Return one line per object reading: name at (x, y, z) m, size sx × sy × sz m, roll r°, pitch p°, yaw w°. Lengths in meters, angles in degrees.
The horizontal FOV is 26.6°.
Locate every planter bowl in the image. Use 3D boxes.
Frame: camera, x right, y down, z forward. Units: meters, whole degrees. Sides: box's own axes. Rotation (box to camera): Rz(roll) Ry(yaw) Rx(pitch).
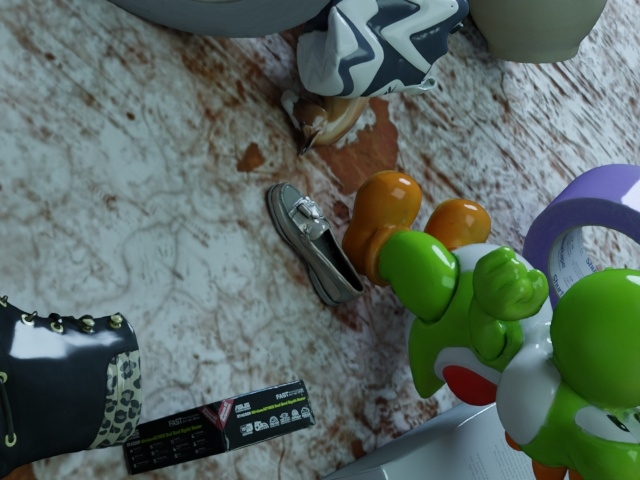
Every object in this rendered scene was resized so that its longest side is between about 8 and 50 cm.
planter bowl at (0.227, -0.249, 1.427) m, size 0.162 × 0.162 × 0.109 m, roll -27°, pitch 124°, yaw -45°

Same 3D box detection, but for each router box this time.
router box at (-0.079, 0.142, 1.027) m, size 0.092 × 0.122 × 0.038 m, roll -9°, pitch 81°, yaw -46°

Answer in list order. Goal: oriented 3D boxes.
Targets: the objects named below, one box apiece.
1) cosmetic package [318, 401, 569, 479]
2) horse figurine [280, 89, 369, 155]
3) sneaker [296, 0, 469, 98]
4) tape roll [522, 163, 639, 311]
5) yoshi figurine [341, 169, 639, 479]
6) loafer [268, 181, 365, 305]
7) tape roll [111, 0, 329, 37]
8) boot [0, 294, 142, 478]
cosmetic package at (0.180, 0.338, 1.234) m, size 0.284 × 0.097 × 0.377 m, roll -19°, pitch 87°, yaw -48°
horse figurine at (0.045, -0.206, 1.285) m, size 0.263 × 0.066 × 0.174 m, roll -30°, pitch 93°, yaw -42°
sneaker at (0.060, -0.234, 1.206) m, size 0.153 × 0.094 × 0.234 m, roll 7°, pitch 69°, yaw -32°
tape roll at (0.310, 0.022, 1.399) m, size 0.080 × 0.189 × 0.189 m, roll -39°, pitch 107°, yaw -44°
yoshi figurine at (0.182, 0.052, 1.135) m, size 0.204 × 0.362 × 0.203 m, roll -29°, pitch 134°, yaw -15°
loafer at (0.000, 0.000, 1.202) m, size 0.045 × 0.039 × 0.125 m, roll -43°, pitch 110°, yaw -41°
tape roll at (-0.090, -0.245, 1.049) m, size 0.219 × 0.219 × 0.072 m, roll 29°, pitch 62°, yaw -37°
boot at (-0.219, 0.052, 0.942) m, size 0.179 × 0.085 × 0.236 m, roll -6°, pitch 90°, yaw -48°
